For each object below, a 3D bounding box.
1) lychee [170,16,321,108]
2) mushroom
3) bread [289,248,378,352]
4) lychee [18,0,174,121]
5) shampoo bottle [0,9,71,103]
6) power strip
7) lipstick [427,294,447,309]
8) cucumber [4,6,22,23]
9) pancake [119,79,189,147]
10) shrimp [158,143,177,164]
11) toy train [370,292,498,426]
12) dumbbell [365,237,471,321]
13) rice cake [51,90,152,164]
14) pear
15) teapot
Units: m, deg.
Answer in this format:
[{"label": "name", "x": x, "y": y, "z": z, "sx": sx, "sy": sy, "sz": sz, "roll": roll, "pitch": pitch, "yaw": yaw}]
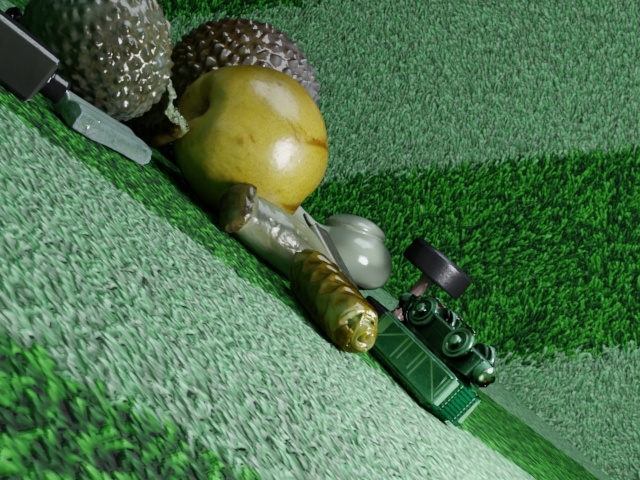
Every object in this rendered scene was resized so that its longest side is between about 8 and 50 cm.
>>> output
[{"label": "lychee", "x": -0.196, "y": -0.326, "z": 2.281, "sx": 0.380, "sy": 0.380, "sz": 0.432, "roll": 41, "pitch": 24, "yaw": 6}, {"label": "mushroom", "x": -0.048, "y": 0.019, "z": 1.822, "sx": 0.333, "sy": 0.107, "sz": 0.087, "roll": 37, "pitch": -28, "yaw": -22}, {"label": "bread", "x": 0.021, "y": 0.100, "z": 1.640, "sx": 0.087, "sy": 0.098, "sz": 0.269, "roll": -6, "pitch": 22, "yaw": -17}, {"label": "lychee", "x": -0.380, "y": -0.333, "z": 1.716, "sx": 0.255, "sy": 0.255, "sz": 0.274, "roll": 20, "pitch": 49, "yaw": -79}, {"label": "shampoo bottle", "x": -0.460, "y": -0.282, "z": 1.407, "sx": 0.246, "sy": 0.079, "sz": 0.080, "roll": 39, "pitch": 5, "yaw": -26}, {"label": "power strip", "x": 0.028, "y": 0.057, "z": 1.989, "sx": 0.267, "sy": 0.034, "sz": 0.092, "roll": 62, "pitch": 11, "yaw": 17}, {"label": "lipstick", "x": 0.176, "y": 0.169, "z": 1.891, "sx": 0.045, "sy": 0.145, "sz": 0.045, "roll": 41, "pitch": 3, "yaw": 5}, {"label": "cucumber", "x": -0.653, "y": -0.473, "z": 2.118, "sx": 0.039, "sy": 0.043, "sz": 0.163, "roll": -5, "pitch": 13, "yaw": -9}, {"label": "pancake", "x": -0.348, "y": -0.282, "z": 1.882, "sx": 0.054, "sy": 0.197, "sz": 0.377, "roll": -6, "pitch": 25, "yaw": -40}, {"label": "shrimp", "x": -0.280, "y": -0.217, "z": 2.076, "sx": 0.195, "sy": 0.148, "sz": 0.035, "roll": 35, "pitch": 40, "yaw": -9}, {"label": "toy train", "x": 0.202, "y": 0.197, "z": 1.752, "sx": 0.115, "sy": 0.154, "sz": 0.269, "roll": 36, "pitch": 5, "yaw": -40}, {"label": "dumbbell", "x": 0.191, "y": 0.118, "z": 2.092, "sx": 0.152, "sy": 0.218, "sz": 0.152, "roll": 40, "pitch": 2, "yaw": -2}, {"label": "rice cake", "x": -0.351, "y": -0.182, "z": 1.613, "sx": 0.085, "sy": 0.040, "sz": 0.226, "roll": 42, "pitch": 4, "yaw": 22}, {"label": "pear", "x": -0.133, "y": -0.182, "z": 1.920, "sx": 0.314, "sy": 0.314, "sz": 0.314, "roll": 40, "pitch": 4, "yaw": -3}, {"label": "teapot", "x": 0.028, "y": 0.004, "z": 2.137, "sx": 0.220, "sy": 0.149, "sz": 0.318, "roll": 10, "pitch": -12, "yaw": 32}]
